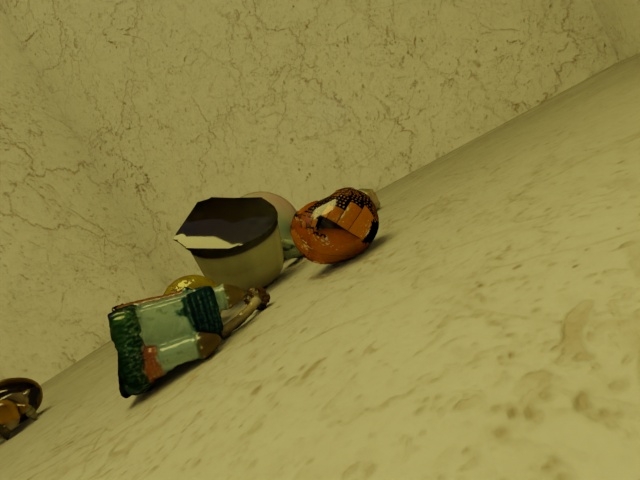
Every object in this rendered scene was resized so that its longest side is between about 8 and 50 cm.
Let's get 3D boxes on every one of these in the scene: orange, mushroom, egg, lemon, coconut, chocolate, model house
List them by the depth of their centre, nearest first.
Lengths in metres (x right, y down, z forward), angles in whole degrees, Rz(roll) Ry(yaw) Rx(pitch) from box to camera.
[{"bbox_3d":[-0.297,0.186,0.938,0.291,0.184,0.253,-20,1,-15],"label":"model house"},{"bbox_3d":[-0.190,0.172,1.014,0.060,0.061,0.187,-23,12,40],"label":"mushroom"},{"bbox_3d":[0.040,-0.037,1.099,0.235,0.182,0.234,-19,-1,0],"label":"orange"},{"bbox_3d":[-0.368,0.186,1.203,0.206,0.173,0.173,-29,4,39],"label":"lemon"},{"bbox_3d":[-0.292,0.042,1.454,0.326,0.296,0.314,2,34,4],"label":"chocolate"},{"bbox_3d":[0.201,-0.177,1.894,0.116,0.122,0.116,-30,5,3],"label":"coconut"},{"bbox_3d":[-0.238,-0.059,2.000,0.340,0.354,0.355,2,27,47],"label":"egg"}]

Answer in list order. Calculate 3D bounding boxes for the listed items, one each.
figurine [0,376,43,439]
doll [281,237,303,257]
[{"bbox_3d":[-0.996,0.527,1.340,0.192,0.167,0.257,-17,0,-32],"label":"figurine"},{"bbox_3d":[-0.125,0.033,1.652,0.104,0.071,0.214,10,-15,28],"label":"doll"}]
